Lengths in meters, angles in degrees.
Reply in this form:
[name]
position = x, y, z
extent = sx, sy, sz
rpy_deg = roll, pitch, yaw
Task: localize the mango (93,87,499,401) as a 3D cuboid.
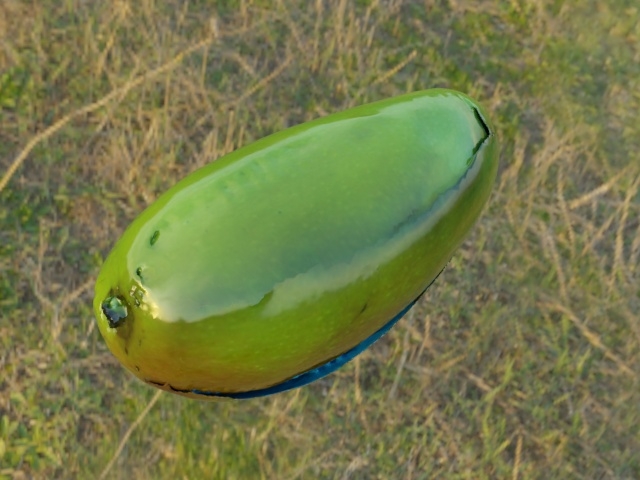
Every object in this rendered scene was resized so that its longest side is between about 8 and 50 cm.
[mango]
position = 0.000, 0.000, 0.533
extent = 0.233, 0.125, 0.111
rpy_deg = -30, 75, -27
